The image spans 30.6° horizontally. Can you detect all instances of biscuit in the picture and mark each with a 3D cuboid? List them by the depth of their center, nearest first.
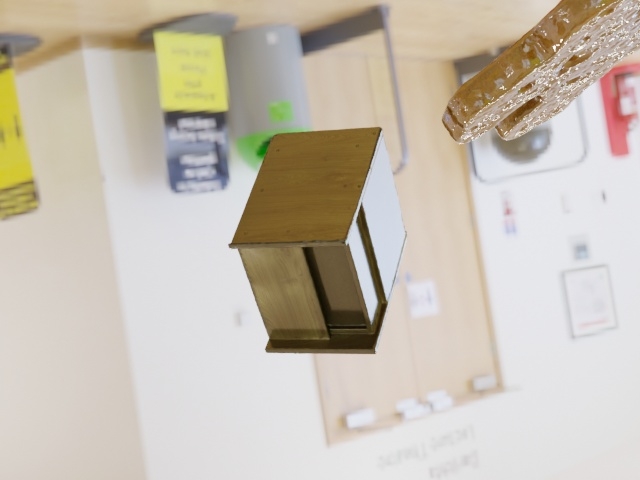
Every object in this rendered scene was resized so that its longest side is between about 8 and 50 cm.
[{"bbox_3d":[0.230,-0.178,0.973,0.295,0.044,0.186,-38,166,32],"label":"biscuit"}]

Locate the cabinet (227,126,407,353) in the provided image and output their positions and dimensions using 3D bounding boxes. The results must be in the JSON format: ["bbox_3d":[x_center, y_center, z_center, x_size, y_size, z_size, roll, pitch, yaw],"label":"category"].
[{"bbox_3d":[0.000,0.000,1.389,0.148,0.174,0.215,-2,-140,18],"label":"cabinet"}]
